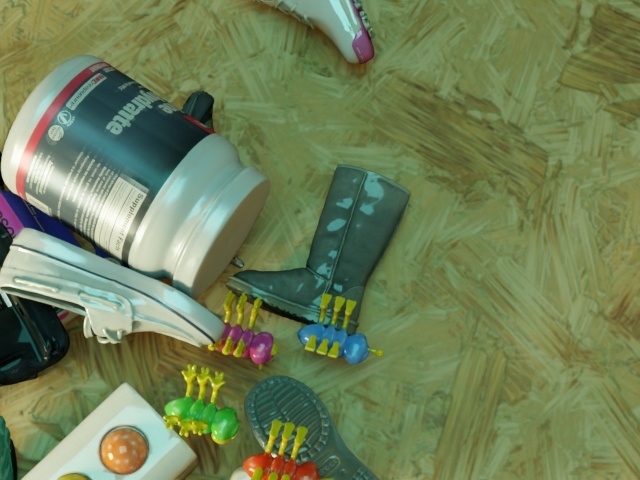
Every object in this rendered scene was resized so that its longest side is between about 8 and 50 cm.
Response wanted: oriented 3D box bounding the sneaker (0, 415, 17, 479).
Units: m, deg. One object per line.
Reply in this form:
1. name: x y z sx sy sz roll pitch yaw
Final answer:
1. sneaker: -0.433 0.221 1.710 0.098 0.083 0.224 -13 118 8

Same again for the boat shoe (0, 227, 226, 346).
1. boat shoe: -0.243 0.075 1.672 0.267 0.096 0.088 25 75 -1

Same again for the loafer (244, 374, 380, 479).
1. loafer: -0.006 0.269 1.738 0.094 0.087 0.251 -30 59 -16

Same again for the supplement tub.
1. supplement tub: -0.216 -0.075 1.703 0.272 0.191 0.191 33 76 7

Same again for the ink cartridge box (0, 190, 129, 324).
1. ink cartridge box: -0.424 0.069 1.778 0.371 0.069 0.176 -34 77 -12

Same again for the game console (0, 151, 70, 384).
1. game console: -0.437 0.013 1.739 0.213 0.044 0.361 -31 76 -8

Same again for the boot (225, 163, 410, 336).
1. boot: -0.001 0.000 1.820 0.189 0.076 0.209 20 81 -10

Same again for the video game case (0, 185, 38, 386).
1. video game case: -0.475 0.061 1.822 0.196 0.026 0.274 -12 76 -4

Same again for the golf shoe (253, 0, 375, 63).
1. golf shoe: -0.040 -0.338 1.909 0.140 0.115 0.306 -32 70 1

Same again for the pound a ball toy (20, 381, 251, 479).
1. pound a ball toy: -0.238 0.316 1.695 0.319 0.136 0.208 -43 79 -11

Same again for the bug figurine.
1. bug figurine: -0.058 0.178 1.703 0.216 0.072 0.279 18 53 7

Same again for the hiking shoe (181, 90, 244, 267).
1. hiking shoe: -0.136 -0.076 1.845 0.114 0.086 0.227 5 83 -8
